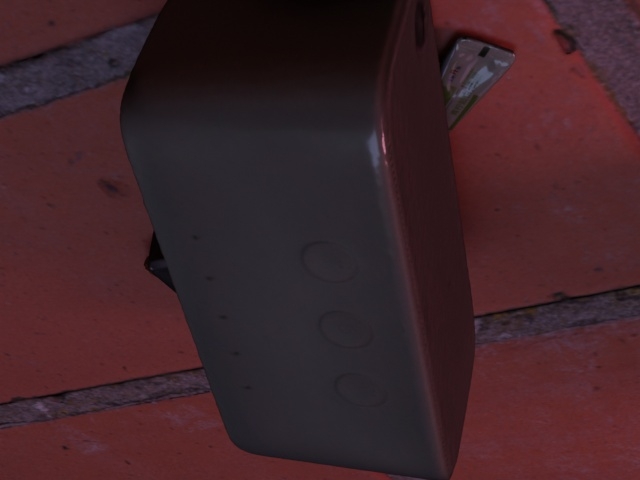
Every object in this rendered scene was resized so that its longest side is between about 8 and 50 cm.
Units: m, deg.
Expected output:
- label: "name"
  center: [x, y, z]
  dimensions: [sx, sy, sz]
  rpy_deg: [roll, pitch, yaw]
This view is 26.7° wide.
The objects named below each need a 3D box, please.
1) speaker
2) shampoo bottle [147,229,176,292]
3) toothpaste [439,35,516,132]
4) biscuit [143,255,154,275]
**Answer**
- label: "speaker"
  center: [0.000, 0.000, 1.002]
  dimensions: [0.184, 0.183, 0.406]
  rpy_deg: [1, 134, 15]
- label: "shampoo bottle"
  center: [-0.056, 0.046, 1.234]
  dimensions: [0.080, 0.079, 0.246]
  rpy_deg: [-11, 145, 28]
- label: "toothpaste"
  center: [0.083, -0.091, 1.039]
  dimensions: [0.048, 0.029, 0.197]
  rpy_deg: [16, 144, -17]
- label: "biscuit"
  center: [-0.132, 0.036, 1.265]
  dimensions: [0.078, 0.015, 0.091]
  rpy_deg: [15, 167, 30]
